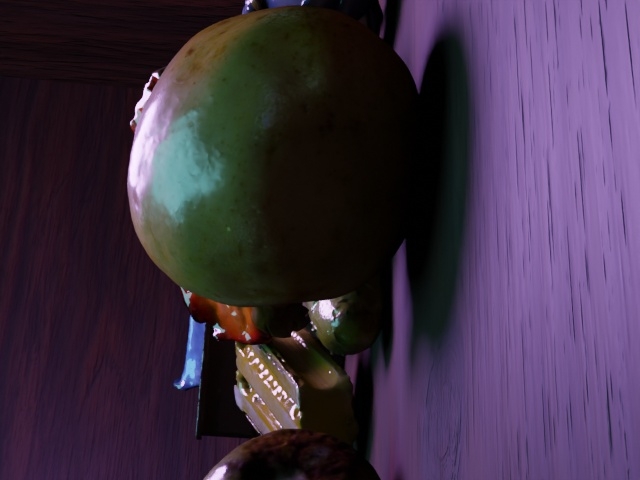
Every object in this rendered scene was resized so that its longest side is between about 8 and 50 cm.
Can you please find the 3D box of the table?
[{"bbox_3d":[-0.071,0.185,1.773,0.172,0.193,0.169,-121,36,-83],"label":"table"}]

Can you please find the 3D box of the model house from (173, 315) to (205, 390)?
[{"bbox_3d":[-0.103,0.100,2.025,0.215,0.237,0.303,-109,24,-81],"label":"model house"}]

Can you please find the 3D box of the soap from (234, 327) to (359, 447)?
[{"bbox_3d":[-0.033,0.176,1.473,0.233,0.076,0.135,-141,47,-59],"label":"soap"}]

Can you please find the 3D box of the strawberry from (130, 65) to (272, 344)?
[{"bbox_3d":[-0.082,-0.054,1.433,0.265,0.149,0.336,5,108,45],"label":"strawberry"}]

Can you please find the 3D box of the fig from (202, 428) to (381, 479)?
[{"bbox_3d":[-0.023,0.263,1.139,0.191,0.181,0.181,61,-153,-59],"label":"fig"}]

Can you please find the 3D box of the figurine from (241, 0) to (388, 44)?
[{"bbox_3d":[0.005,-0.261,1.509,0.175,0.197,0.265,17,102,49],"label":"figurine"}]

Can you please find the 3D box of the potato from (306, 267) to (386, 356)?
[{"bbox_3d":[0.029,0.046,1.334,0.105,0.085,0.188,-55,25,34],"label":"potato"}]

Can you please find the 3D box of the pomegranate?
[{"bbox_3d":[-0.037,-0.079,1.140,0.307,0.307,0.307,-175,90,-86],"label":"pomegranate"}]

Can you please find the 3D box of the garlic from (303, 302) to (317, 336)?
[{"bbox_3d":[0.000,0.000,1.626,0.237,0.210,0.292,61,172,-3],"label":"garlic"}]
